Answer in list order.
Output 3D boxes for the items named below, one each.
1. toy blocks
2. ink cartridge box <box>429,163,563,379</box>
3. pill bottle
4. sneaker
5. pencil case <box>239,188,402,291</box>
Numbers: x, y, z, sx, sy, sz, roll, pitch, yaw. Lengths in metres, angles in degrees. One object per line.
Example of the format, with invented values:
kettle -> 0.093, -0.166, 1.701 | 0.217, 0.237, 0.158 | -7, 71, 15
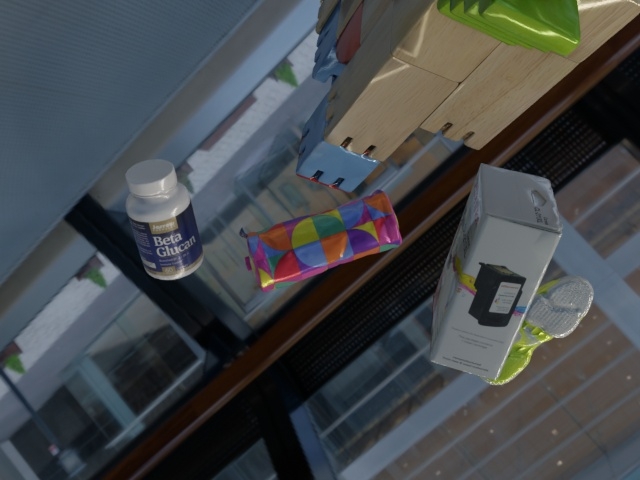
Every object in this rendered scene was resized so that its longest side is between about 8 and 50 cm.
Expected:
toy blocks -> 0.083, -0.204, 0.494 | 0.261, 0.191, 0.381 | 136, -33, -56
ink cartridge box -> 0.170, 0.028, 0.677 | 0.127, 0.073, 0.175 | -68, 173, -60
pill bottle -> -0.236, -0.032, 1.005 | 0.094, 0.094, 0.169 | -37, 136, -34
sneaker -> 0.353, 0.138, 1.158 | 0.240, 0.091, 0.126 | -44, -174, 11
pencil case -> 0.000, 0.000, 1.008 | 0.237, 0.104, 0.104 | -17, 170, -5
